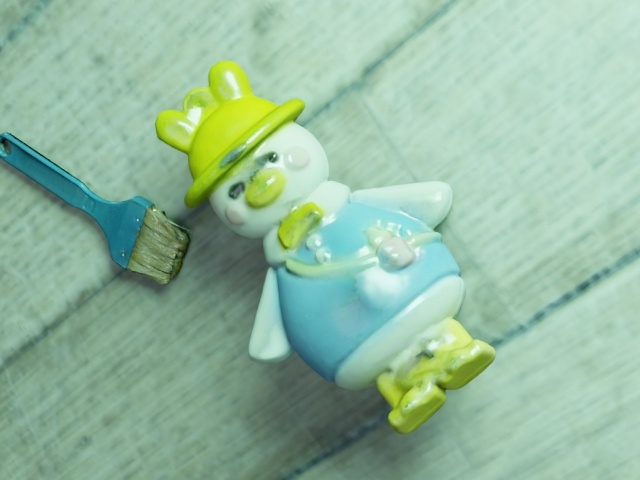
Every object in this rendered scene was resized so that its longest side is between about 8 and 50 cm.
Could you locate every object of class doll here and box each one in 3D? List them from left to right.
[{"bbox_3d":[-0.001,0.000,1.017,0.241,0.099,0.135,48,129,8],"label":"doll"}]

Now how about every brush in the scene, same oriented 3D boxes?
[{"bbox_3d":[-0.156,-0.027,1.155,0.164,0.014,0.051,33,119,20],"label":"brush"}]
